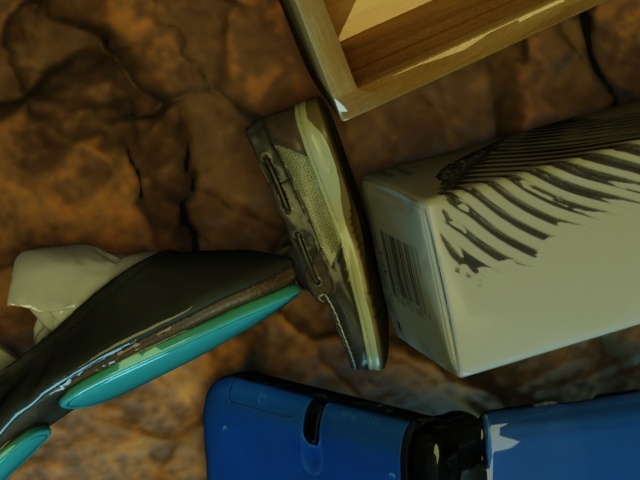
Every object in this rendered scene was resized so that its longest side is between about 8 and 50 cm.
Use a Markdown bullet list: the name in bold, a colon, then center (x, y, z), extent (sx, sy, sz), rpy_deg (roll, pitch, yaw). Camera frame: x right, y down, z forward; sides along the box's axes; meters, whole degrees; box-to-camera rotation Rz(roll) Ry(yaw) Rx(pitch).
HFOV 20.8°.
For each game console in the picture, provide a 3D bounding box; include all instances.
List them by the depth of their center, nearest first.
- **game console**: center (0.086, 0.209, 0.934), extent (0.173, 0.250, 0.293), rpy_deg (-15, 108, -43)

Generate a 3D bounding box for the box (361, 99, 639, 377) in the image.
- **box**: center (0.170, -0.019, 0.895), extent (0.275, 0.113, 0.094), rpy_deg (-16, 103, -14)

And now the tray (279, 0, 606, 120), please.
- **tray**: center (0.154, -0.239, 0.854), extent (0.411, 0.076, 0.203), rpy_deg (-25, 121, -4)

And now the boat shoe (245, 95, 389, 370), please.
- **boat shoe**: center (0.000, 0.000, 0.916), extent (0.049, 0.056, 0.152), rpy_deg (-12, 106, 10)

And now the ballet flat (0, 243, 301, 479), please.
- **ballet flat**: center (-0.147, 0.063, 0.882), extent (0.280, 0.095, 0.096), rpy_deg (-34, 83, 0)
